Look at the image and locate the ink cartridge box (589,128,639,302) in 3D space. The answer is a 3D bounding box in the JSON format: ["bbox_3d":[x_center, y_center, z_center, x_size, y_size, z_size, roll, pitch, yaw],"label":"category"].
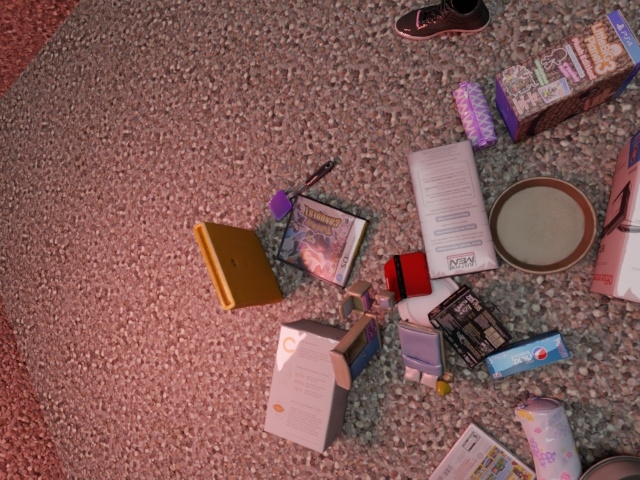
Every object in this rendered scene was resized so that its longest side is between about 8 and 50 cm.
[{"bbox_3d":[0.785,-0.045,0.988,0.166,0.285,0.396,11,91,24],"label":"ink cartridge box"}]

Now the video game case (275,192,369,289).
[{"bbox_3d":[0.000,0.000,1.438,0.274,0.035,0.249,23,101,21],"label":"video game case"}]

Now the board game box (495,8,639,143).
[{"bbox_3d":[0.631,-0.409,1.105,0.290,0.232,0.141,-25,78,20],"label":"board game box"}]

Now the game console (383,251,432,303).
[{"bbox_3d":[0.267,0.120,1.306,0.124,0.085,0.144,125,146,-56],"label":"game console"}]

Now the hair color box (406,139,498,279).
[{"bbox_3d":[0.380,-0.084,1.234,0.185,0.113,0.375,-11,80,12],"label":"hair color box"}]

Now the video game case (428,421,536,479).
[{"bbox_3d":[0.464,0.684,1.220,0.206,0.026,0.227,36,100,21],"label":"video game case"}]

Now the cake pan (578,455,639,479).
[{"bbox_3d":[0.757,0.681,1.018,0.292,0.054,0.294,0,88,-2],"label":"cake pan"}]

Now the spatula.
[{"bbox_3d":[-0.070,-0.187,1.495,0.296,0.030,0.084,-37,80,16],"label":"spatula"}]

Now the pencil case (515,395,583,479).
[{"bbox_3d":[0.614,0.564,1.114,0.124,0.113,0.274,-15,82,8],"label":"pencil case"}]

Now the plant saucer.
[{"bbox_3d":[0.621,-0.042,1.191,0.277,0.041,0.278,-2,85,23],"label":"plant saucer"}]

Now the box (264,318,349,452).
[{"bbox_3d":[-0.028,0.455,1.364,0.214,0.168,0.346,10,91,23],"label":"box"}]

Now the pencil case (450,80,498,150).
[{"bbox_3d":[0.462,-0.371,1.253,0.086,0.088,0.206,-19,80,19],"label":"pencil case"}]

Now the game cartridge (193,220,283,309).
[{"bbox_3d":[-0.262,0.086,1.402,0.052,0.323,0.286,-28,76,16],"label":"game cartridge"}]

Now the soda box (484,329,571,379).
[{"bbox_3d":[0.570,0.318,1.171,0.210,0.071,0.067,-25,80,20],"label":"soda box"}]

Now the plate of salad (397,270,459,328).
[{"bbox_3d":[0.337,0.193,1.290,0.199,0.048,0.200,-2,84,22],"label":"plate of salad"}]

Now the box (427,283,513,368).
[{"bbox_3d":[0.420,0.242,1.196,0.147,0.077,0.180,-43,88,12],"label":"box"}]

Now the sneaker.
[{"bbox_3d":[0.361,-0.700,1.284,0.295,0.146,0.105,7,91,24],"label":"sneaker"}]

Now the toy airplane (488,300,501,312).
[{"bbox_3d":[0.462,0.239,1.246,0.151,0.028,0.151,-1,87,22],"label":"toy airplane"}]

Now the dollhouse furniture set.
[{"bbox_3d":[0.204,0.306,1.175,0.303,0.198,0.287,10,126,36],"label":"dollhouse furniture set"}]
